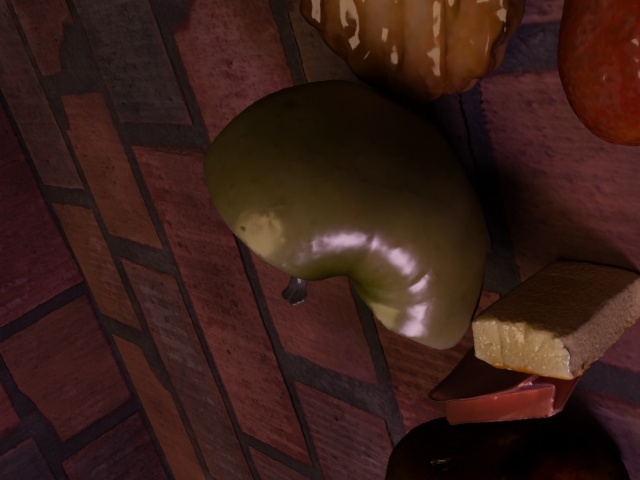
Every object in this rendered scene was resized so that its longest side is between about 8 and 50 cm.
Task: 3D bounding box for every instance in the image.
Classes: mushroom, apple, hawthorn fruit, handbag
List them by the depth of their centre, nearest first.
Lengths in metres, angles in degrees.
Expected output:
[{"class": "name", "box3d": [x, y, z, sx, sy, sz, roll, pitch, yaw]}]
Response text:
[{"class": "hawthorn fruit", "box3d": [0.295, -0.207, 0.615, 0.211, 0.211, 0.262, 3, 111, 51]}, {"class": "apple", "box3d": [0.037, -0.047, 0.938, 0.360, 0.312, 0.319, -95, -8, -59]}, {"class": "handbag", "box3d": [0.257, 0.174, 1.011, 0.059, 0.157, 0.212, 52, 148, -6]}, {"class": "mushroom", "box3d": [0.247, 0.379, 1.038, 0.345, 0.346, 0.259, -12, 89, 55]}]

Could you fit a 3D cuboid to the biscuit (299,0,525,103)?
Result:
[{"class": "biscuit", "box3d": [0.099, -0.319, 0.860, 0.326, 0.107, 0.325, 35, 144, 30]}]

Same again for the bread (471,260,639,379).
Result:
[{"class": "bread", "box3d": [0.284, 0.089, 0.883, 0.126, 0.188, 0.068, 11, 120, 46]}]

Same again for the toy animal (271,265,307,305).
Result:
[{"class": "toy animal", "box3d": [-0.011, 0.001, 1.240, 0.273, 0.160, 0.197, 8, 121, 41]}]
